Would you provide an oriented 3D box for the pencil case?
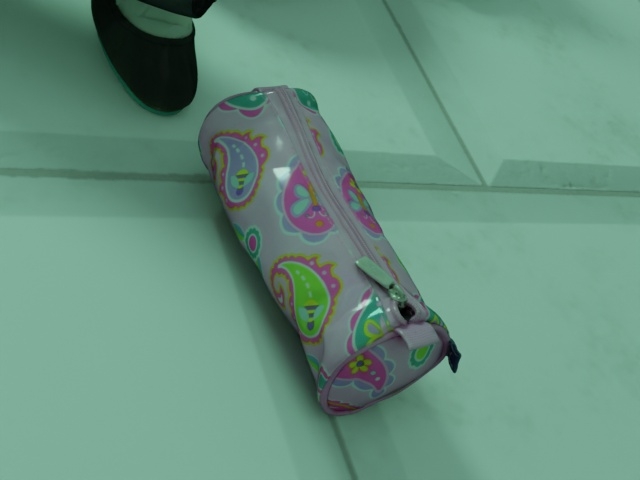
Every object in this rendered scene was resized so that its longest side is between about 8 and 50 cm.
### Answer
[{"bbox_3d":[0.000,0.000,0.787,0.124,0.124,0.284,-6,53,-33],"label":"pencil case"}]

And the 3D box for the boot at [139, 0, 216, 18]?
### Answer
[{"bbox_3d":[-0.299,-0.276,0.795,0.445,0.146,0.367,22,62,-6],"label":"boot"}]

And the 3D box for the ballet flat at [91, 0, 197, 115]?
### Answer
[{"bbox_3d":[-0.178,-0.250,0.937,0.095,0.096,0.280,-2,52,-32],"label":"ballet flat"}]
